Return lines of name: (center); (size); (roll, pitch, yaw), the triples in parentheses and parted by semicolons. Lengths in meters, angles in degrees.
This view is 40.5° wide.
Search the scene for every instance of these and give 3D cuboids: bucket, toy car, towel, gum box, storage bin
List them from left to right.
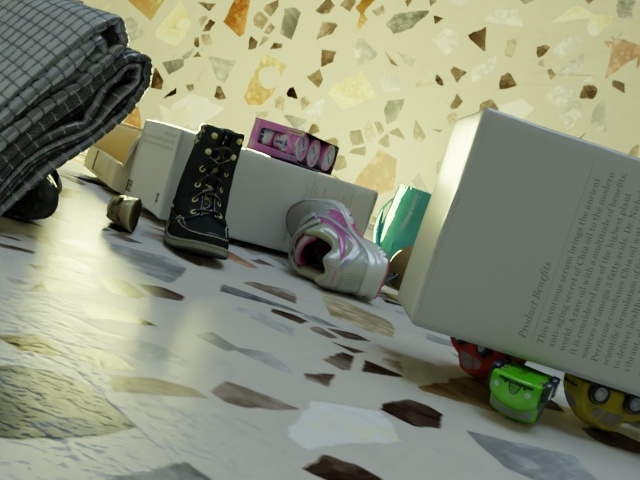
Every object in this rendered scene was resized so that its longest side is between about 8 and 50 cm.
towel: (-0.356, -0.152, 0.977); (0.235, 0.284, 0.121); (29, -22, 40)
storage bin: (-0.302, -0.137, 1.697); (0.260, 0.123, 0.262); (16, 6, -29)
gum box: (-0.051, -0.177, 1.641); (0.107, 0.062, 0.188); (18, 3, 22)
toy car: (0.167, 0.066, 1.439); (0.188, 0.149, 0.155); (-10, 2, 0)
bucket: (0.232, 0.013, 1.665); (0.281, 0.183, 0.281); (20, 4, -2)
toy car: (0.219, 0.153, 0.908); (0.239, 0.053, 0.225); (20, 6, 24)

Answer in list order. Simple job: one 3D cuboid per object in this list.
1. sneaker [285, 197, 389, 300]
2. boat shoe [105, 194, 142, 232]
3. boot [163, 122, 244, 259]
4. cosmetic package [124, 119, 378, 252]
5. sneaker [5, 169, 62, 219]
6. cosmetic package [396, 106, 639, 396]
sneaker: (0.000, 0.000, 1.344); (0.111, 0.103, 0.252); (10, 19, -33)
boat shoe: (-0.277, -0.039, 1.213); (0.045, 0.050, 0.135); (14, -4, -10)
boot: (-0.159, -0.074, 1.230); (0.085, 0.179, 0.236); (17, 5, -18)
cosmetic package: (-0.125, -0.081, 1.526); (0.385, 0.156, 0.217); (17, 3, -32)
sneaker: (-0.363, -0.075, 1.089); (0.106, 0.078, 0.234); (10, 7, -42)
cosmetic package: (0.335, 0.040, 0.928); (0.453, 0.230, 0.161); (19, 4, -3)
